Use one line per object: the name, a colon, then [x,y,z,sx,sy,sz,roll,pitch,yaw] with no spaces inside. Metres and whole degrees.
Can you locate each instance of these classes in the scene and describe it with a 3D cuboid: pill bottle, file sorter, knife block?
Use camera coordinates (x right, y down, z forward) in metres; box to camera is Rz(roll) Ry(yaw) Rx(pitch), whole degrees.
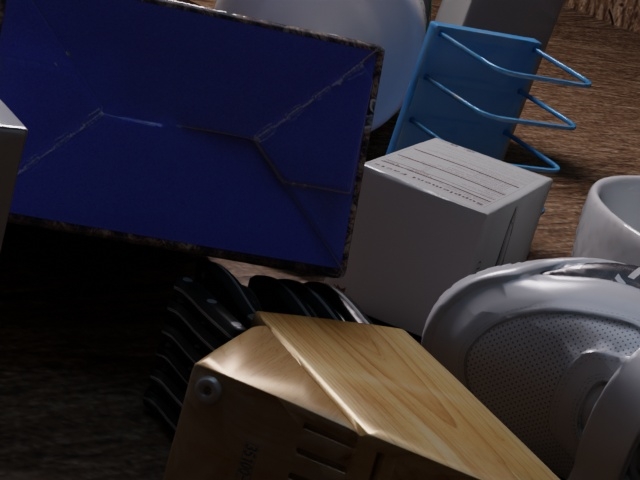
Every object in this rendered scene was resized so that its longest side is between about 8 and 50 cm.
pill bottle: [0.010,-0.231,1.852,0.204,0.204,0.361,16,17,0]
file sorter: [0.140,-0.082,1.550,0.118,0.170,0.104,4,22,-35]
knife block: [0.026,0.099,0.982,0.275,0.088,0.242,21,17,16]

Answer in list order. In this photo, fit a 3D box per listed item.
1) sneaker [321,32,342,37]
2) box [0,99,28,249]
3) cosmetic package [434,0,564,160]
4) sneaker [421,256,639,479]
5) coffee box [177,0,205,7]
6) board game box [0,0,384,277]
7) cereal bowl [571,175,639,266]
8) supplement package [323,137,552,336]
sneaker: [-0.097,-0.120,1.519,0.236,0.130,0.323,10,12,-5]
box: [-0.198,0.007,0.894,0.038,0.186,0.145,7,19,-30]
cosmetic package: [0.177,-0.218,1.906,0.107,0.238,0.127,13,16,-11]
sneaker: [0.213,0.121,1.000,0.366,0.137,0.210,23,15,12]
coffee box: [-0.253,-0.196,1.630,0.297,0.119,0.168,28,19,35]
board game box: [-0.127,-0.071,1.161,0.232,0.141,0.291,10,-1,-20]
cereal bowl: [0.325,0.077,1.253,0.339,0.141,0.339,15,17,-5]
supplement package: [0.089,-0.003,1.353,0.105,0.105,0.179,22,17,17]
